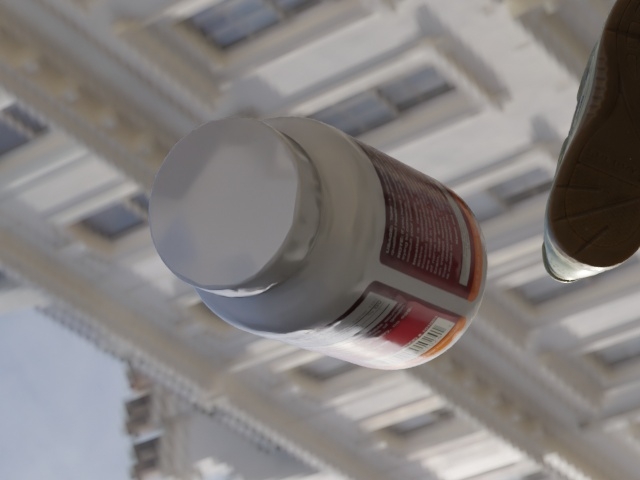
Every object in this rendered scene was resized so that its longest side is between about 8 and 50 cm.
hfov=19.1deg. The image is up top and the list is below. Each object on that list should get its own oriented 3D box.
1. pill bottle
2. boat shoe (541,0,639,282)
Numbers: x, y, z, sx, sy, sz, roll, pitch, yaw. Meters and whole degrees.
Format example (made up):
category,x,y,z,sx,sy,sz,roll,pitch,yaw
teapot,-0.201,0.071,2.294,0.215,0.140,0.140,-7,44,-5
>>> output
category,x,y,z,sx,sy,sz,roll,pitch,yaw
pill bottle,0.000,0.000,0.747,0.152,0.086,0.086,23,-128,-60
boat shoe,0.236,-0.102,1.435,0.104,0.089,0.285,30,-106,0
